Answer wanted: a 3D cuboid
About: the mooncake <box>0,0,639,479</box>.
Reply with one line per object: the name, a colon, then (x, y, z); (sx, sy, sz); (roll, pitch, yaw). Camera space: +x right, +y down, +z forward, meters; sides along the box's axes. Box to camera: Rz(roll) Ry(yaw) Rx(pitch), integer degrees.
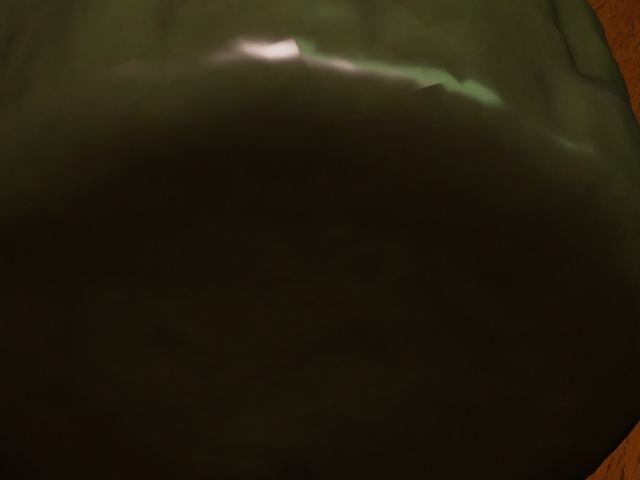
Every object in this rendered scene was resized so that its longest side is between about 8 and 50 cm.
mooncake: (-0.019, -0.003, 0.705); (0.356, 0.356, 0.194); (30, 38, -28)
